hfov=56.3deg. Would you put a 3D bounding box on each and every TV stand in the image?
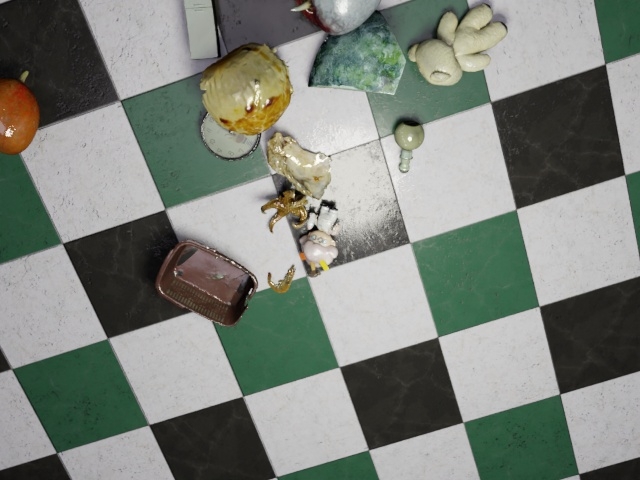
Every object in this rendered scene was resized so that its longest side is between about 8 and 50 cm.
[{"bbox_3d":[-0.337,-0.650,1.680,0.082,0.088,0.270,-6,108,0],"label":"TV stand"}]

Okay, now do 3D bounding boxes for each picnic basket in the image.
[{"bbox_3d":[-0.352,0.119,1.890,0.296,0.129,0.222,29,102,-10],"label":"picnic basket"}]

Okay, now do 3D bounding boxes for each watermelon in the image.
[{"bbox_3d":[0.125,-0.522,1.725,0.319,0.213,0.290,1,72,37],"label":"watermelon"}]

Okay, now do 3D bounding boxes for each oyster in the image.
[{"bbox_3d":[-0.073,-0.226,1.808,0.232,0.161,0.107,41,137,-15],"label":"oyster"}]

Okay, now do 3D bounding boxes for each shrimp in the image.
[{"bbox_3d":[-0.128,0.117,1.951,0.083,0.023,0.114,28,108,-6],"label":"shrimp"}]

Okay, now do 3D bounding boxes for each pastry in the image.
[{"bbox_3d":[-0.189,-0.422,1.681,0.256,0.170,0.237,-41,111,-21],"label":"pastry"}]

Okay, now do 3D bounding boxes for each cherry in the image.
[{"bbox_3d":[0.046,-0.679,1.599,0.296,0.255,0.218,-38,129,-3],"label":"cherry"}]

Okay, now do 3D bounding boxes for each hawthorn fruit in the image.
[{"bbox_3d":[-0.896,-0.373,1.711,0.199,0.199,0.251,31,90,-10],"label":"hawthorn fruit"}]

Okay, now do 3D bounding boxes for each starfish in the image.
[{"bbox_3d":[-0.109,-0.100,1.824,0.146,0.074,0.190,-5,148,-6],"label":"starfish"}]

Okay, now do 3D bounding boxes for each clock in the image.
[{"bbox_3d":[-0.269,-0.328,1.802,0.184,0.040,0.185,0,107,-2],"label":"clock"}]

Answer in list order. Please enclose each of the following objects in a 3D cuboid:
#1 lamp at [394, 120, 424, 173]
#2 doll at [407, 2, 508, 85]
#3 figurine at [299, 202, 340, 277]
[{"bbox_3d":[0.262,-0.279,1.815,0.091,0.091,0.163,5,123,-3],"label":"lamp"},{"bbox_3d":[0.403,-0.551,1.724,0.278,0.175,0.149,-36,142,0],"label":"doll"},{"bbox_3d":[0.000,0.000,1.877,0.137,0.112,0.229,19,99,18],"label":"figurine"}]
